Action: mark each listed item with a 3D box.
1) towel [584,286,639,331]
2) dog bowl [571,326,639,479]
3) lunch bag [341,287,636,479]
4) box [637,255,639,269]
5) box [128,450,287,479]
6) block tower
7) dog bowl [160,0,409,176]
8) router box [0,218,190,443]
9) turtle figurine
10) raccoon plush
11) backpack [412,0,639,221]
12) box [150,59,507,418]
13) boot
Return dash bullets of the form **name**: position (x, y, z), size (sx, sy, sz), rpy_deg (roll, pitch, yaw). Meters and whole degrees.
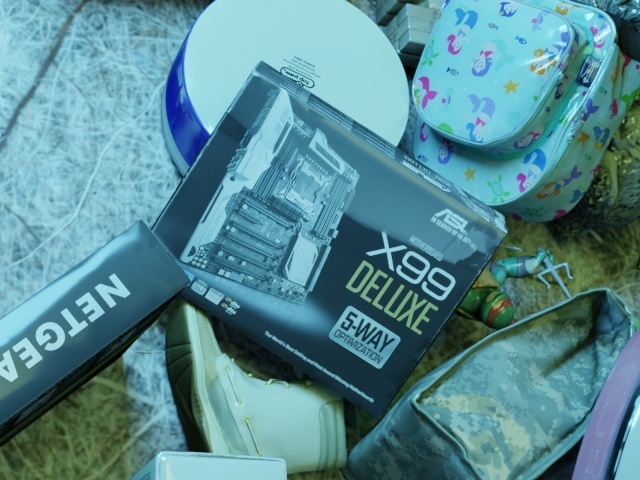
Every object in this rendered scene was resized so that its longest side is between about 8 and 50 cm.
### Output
- **towel**: position (0.331, 0.142, 1.941), size (0.113, 0.023, 0.152), rpy_deg (34, 58, -10)
- **dog bowl**: position (0.379, 0.252, 1.676), size (0.150, 0.408, 0.408), rpy_deg (15, 55, 29)
- **lunch bag**: position (0.196, 0.183, 1.739), size (0.287, 0.235, 0.169), rpy_deg (-35, 81, -30)
- **box**: position (0.486, 0.023, 2.041), size (0.179, 0.043, 0.105), rpy_deg (26, 62, -14)
- **box**: position (-0.125, 0.298, 1.556), size (0.127, 0.232, 0.149), rpy_deg (5, 68, -21)
- **block tower**: position (0.120, -0.364, 2.009), size (0.097, 0.091, 0.335), rpy_deg (8, 66, -21)
- **dog bowl**: position (-0.039, -0.152, 1.833), size (0.265, 0.104, 0.265), rpy_deg (8, 63, -15)
- **router box**: position (-0.289, 0.129, 1.549), size (0.309, 0.243, 0.081), rpy_deg (-38, 88, -31)
- **turtle figurine**: position (0.160, 0.023, 1.817), size (0.234, 0.118, 0.175), rpy_deg (43, 16, 35)
- **raccoon plush**: position (0.280, -0.198, 2.005), size (0.446, 0.216, 0.299), rpy_deg (33, 71, 23)
- **backpack**: position (0.216, -0.153, 1.826), size (0.191, 0.225, 0.253), rpy_deg (10, 105, -49)
- **box**: position (0.000, 0.000, 1.700), size (0.307, 0.076, 0.242), rpy_deg (33, 105, -5)
- **boot**: position (-0.066, 0.153, 1.732), size (0.165, 0.077, 0.213), rpy_deg (-10, 78, -26)
